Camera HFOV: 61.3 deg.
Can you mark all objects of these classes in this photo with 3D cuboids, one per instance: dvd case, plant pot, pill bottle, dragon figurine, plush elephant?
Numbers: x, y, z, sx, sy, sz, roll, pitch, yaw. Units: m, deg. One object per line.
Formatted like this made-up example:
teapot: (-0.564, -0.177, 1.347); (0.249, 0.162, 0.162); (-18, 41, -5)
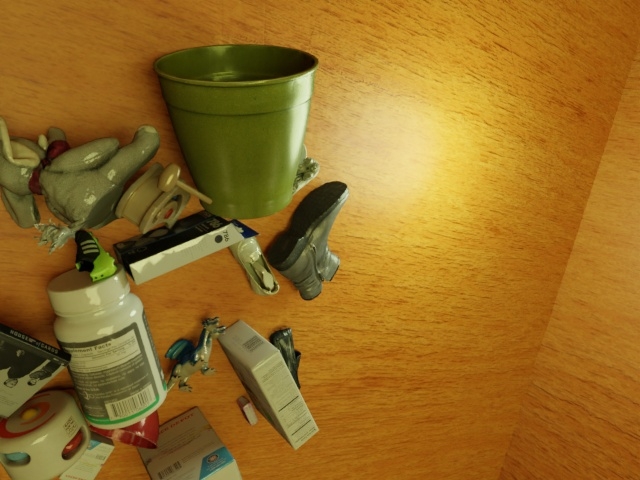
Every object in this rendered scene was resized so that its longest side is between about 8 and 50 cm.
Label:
dvd case: (-0.693, 0.287, 1.171); (0.239, 0.029, 0.179); (-39, 127, 16)
plant pot: (-0.188, -0.254, 1.302); (0.367, 0.366, 0.352); (-19, 126, -28)
pill bottle: (-0.510, 0.247, 1.298); (0.204, 0.204, 0.361); (-20, 112, -28)
dragon figurine: (-0.371, 0.333, 1.494); (0.289, 0.144, 0.085); (-38, 126, 4)
plush elephant: (-0.556, -0.142, 1.147); (0.255, 0.272, 0.330); (37, 43, -1)

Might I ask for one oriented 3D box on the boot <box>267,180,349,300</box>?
boot: (0.000, 0.000, 1.641); (0.338, 0.118, 0.222); (-50, 134, -8)

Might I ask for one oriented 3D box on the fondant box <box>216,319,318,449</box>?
fondant box: (-0.155, 0.415, 1.570); (0.096, 0.238, 0.330); (-33, 120, -23)

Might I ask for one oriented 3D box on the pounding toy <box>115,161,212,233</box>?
pounding toy: (-0.354, -0.071, 1.239); (0.155, 0.269, 0.154); (34, 77, 0)

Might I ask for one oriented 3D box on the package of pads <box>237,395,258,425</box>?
package of pads: (-0.225, 0.527, 1.674); (0.032, 0.050, 0.083); (-29, 118, -23)

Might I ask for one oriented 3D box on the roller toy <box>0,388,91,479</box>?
roller toy: (-0.657, 0.454, 1.275); (0.209, 0.191, 0.146); (-25, 116, -25)

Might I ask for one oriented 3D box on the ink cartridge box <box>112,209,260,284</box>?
ink cartridge box: (-0.336, -0.003, 1.364); (0.333, 0.165, 0.065); (-24, 118, -27)

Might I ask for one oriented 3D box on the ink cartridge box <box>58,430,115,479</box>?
ink cartridge box: (-0.619, 0.573, 1.425); (0.088, 0.052, 0.122); (37, 82, -36)

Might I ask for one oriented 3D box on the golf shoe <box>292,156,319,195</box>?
golf shoe: (-0.073, -0.164, 1.552); (0.176, 0.086, 0.069); (-33, 81, 4)

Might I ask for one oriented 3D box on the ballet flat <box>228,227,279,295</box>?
ballet flat: (-0.186, 0.060, 1.535); (0.086, 0.086, 0.248); (-37, 121, -19)

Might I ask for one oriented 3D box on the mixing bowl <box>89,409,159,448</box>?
mixing bowl: (-0.498, 0.470, 1.420); (0.181, 0.181, 0.098); (42, 48, -35)

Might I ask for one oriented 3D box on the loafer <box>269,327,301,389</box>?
loafer: (-0.093, 0.377, 1.699); (0.078, 0.076, 0.223); (-23, 113, -18)

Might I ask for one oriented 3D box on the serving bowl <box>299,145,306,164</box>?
serving bowl: (-0.081, -0.249, 1.542); (0.083, 0.027, 0.083); (-11, 111, -30)

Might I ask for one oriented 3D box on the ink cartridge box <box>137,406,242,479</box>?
ink cartridge box: (-0.355, 0.643, 1.488); (0.198, 0.270, 0.197); (-24, 118, -25)

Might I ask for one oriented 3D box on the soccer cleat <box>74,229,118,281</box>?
soccer cleat: (-0.532, 0.031, 1.234); (0.072, 0.179, 0.060); (-30, 137, -32)
